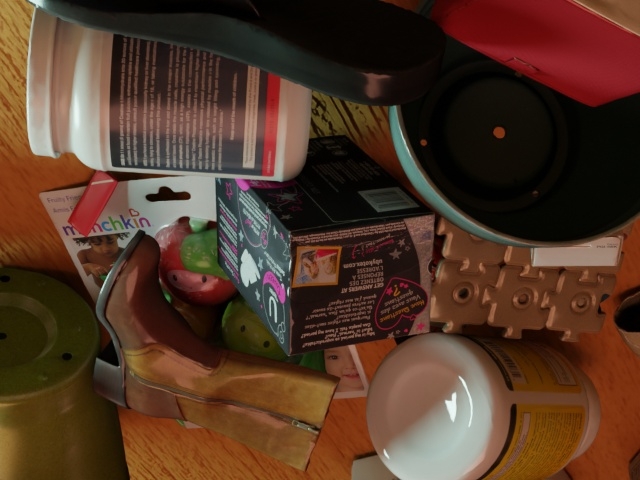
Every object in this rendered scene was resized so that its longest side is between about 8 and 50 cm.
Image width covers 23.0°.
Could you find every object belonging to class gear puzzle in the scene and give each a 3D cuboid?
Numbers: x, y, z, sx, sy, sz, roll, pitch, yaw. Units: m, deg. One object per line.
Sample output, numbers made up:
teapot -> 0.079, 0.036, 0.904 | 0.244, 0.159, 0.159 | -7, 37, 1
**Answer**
gear puzzle -> 0.196, 0.024, 1.836 | 0.339, 0.044, 0.175 | 5, 110, -22

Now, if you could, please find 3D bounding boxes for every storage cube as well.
storage cube -> 0.239, -0.248, 1.382 | 0.215, 0.183, 0.193 | 26, 168, -15

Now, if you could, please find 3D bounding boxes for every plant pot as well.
plant pot -> 0.196, -0.123, 1.568 | 0.293, 0.293, 0.196 | 8, 169, -8
plant pot -> -0.407, 0.238, 1.997 | 0.367, 0.366, 0.353 | 6, 130, -6

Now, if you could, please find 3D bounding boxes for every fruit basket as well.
fruit basket -> -0.138, 0.073, 1.889 | 0.327, 0.165, 0.353 | -5, 132, 23

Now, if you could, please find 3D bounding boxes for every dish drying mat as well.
dish drying mat -> -0.265, -0.045, 1.831 | 0.032, 0.008, 0.083 | 38, 112, 12

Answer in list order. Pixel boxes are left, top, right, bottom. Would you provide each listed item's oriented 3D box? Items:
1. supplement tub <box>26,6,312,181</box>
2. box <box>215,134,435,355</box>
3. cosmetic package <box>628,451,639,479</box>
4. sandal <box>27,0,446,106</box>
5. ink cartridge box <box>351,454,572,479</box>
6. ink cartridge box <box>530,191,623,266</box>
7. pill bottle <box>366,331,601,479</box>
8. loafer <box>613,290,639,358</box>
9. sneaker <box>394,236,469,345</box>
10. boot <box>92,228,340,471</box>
supplement tub -> -0.145, -0.160, 1.574 | 0.272, 0.191, 0.191 | 4, 142, -3
box -> 0.000, 0.000, 1.645 | 0.163, 0.247, 0.142 | -8, 116, -19
cosmetic package -> 0.541, 0.308, 2.168 | 0.113, 0.160, 0.309 | 10, 142, -12
sandal -> -0.093, -0.247, 1.435 | 0.446, 0.167, 0.107 | 18, 127, 14
ink cartridge box -> 0.213, 0.387, 2.311 | 0.283, 0.117, 0.207 | -17, 138, 21
ink cartridge box -> 0.281, -0.038, 1.757 | 0.099, 0.135, 0.056 | 0, 142, 3
pill bottle -> 0.218, 0.214, 1.966 | 0.188, 0.188, 0.334 | -25, 161, 30
loafer -> 0.466, 0.074, 1.921 | 0.092, 0.102, 0.268 | 21, 139, -31
sneaker -> 0.125, 0.013, 1.875 | 0.145, 0.090, 0.270 | -19, 132, 6
boot -> -0.116, 0.131, 1.790 | 0.280, 0.096, 0.264 | 19, 123, 9
